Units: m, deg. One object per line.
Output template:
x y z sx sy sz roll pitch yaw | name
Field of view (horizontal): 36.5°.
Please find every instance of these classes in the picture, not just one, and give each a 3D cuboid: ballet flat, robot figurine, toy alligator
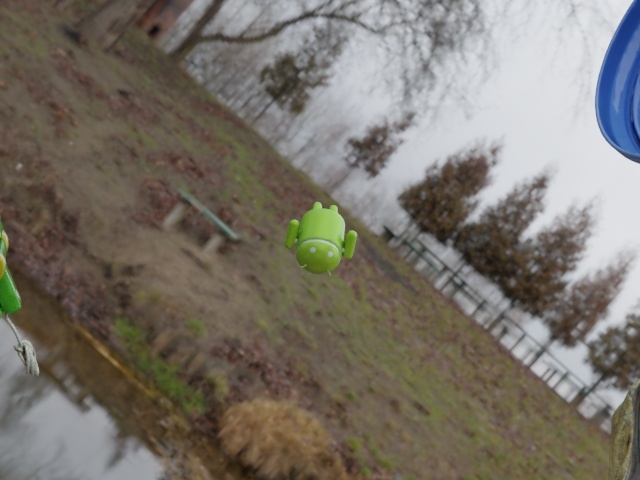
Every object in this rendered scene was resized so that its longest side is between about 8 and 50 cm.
0.444 0.354 1.341 0.123 0.348 0.123 12 -35 9 | ballet flat
0.000 0.000 1.423 0.101 0.115 0.067 12 -37 -4 | robot figurine
-0.248 0.019 0.693 0.056 0.051 0.189 -127 -153 -66 | toy alligator

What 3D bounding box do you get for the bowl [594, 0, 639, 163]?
0.496 -0.248 1.141 0.077 0.391 0.391 30 4 -21 | bowl
